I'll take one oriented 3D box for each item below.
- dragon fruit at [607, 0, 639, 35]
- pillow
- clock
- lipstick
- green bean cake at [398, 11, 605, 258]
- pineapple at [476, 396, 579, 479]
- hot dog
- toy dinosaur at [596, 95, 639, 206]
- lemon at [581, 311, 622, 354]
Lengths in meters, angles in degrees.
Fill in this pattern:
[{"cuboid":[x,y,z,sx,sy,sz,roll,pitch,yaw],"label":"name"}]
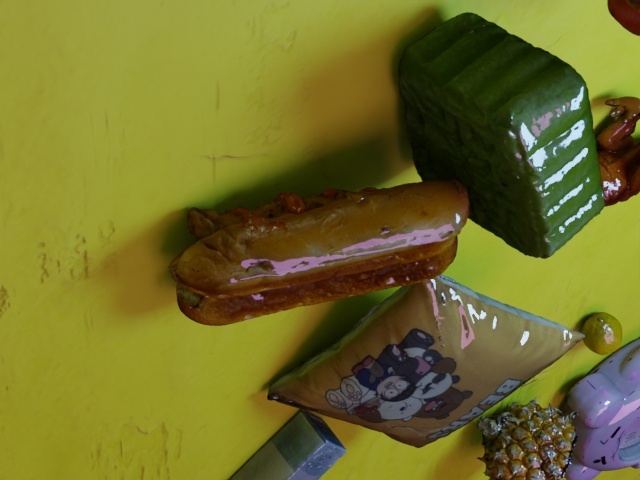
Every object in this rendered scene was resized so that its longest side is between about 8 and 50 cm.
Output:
[{"cuboid":[0.382,-0.320,1.518,0.224,0.227,0.224,-1,111,-3],"label":"dragon fruit"},{"cuboid":[0.138,0.164,1.867,0.312,0.119,0.310,23,127,-39],"label":"pillow"},{"cuboid":[0.554,0.280,2.446,0.322,0.113,0.295,-23,142,-22],"label":"clock"},{"cuboid":[-0.105,0.370,1.964,0.317,0.068,0.066,-45,146,7],"label":"lipstick"},{"cuboid":[0.195,-0.118,1.573,0.125,0.222,0.248,-37,140,-18],"label":"green bean cake"},{"cuboid":[0.306,0.318,2.244,0.176,0.137,0.161,-61,-168,-19],"label":"pineapple"},{"cuboid":[0.000,0.000,1.591,0.349,0.117,0.158,-12,155,-12],"label":"hot dog"},{"cuboid":[0.429,-0.112,1.908,0.432,0.097,0.208,-14,152,-28],"label":"toy dinosaur"},{"cuboid":[0.445,0.148,2.238,0.065,0.065,0.092,-38,143,-3],"label":"lemon"}]
